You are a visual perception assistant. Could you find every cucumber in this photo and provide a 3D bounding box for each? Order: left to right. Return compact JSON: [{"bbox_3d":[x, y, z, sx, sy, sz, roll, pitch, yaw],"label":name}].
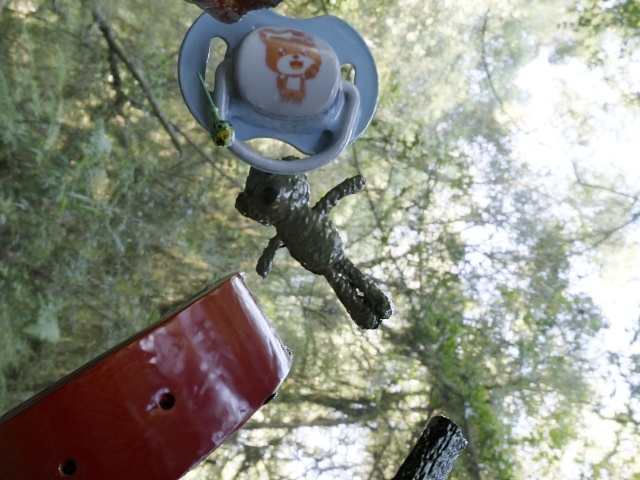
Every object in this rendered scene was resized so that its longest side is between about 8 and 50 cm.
[{"bbox_3d":[0.106,0.282,0.784,0.187,0.058,0.058,-47,176,-36],"label":"cucumber"}]

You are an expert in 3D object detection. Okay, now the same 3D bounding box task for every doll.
[{"bbox_3d":[-0.015,0.009,1.030,0.091,0.202,0.286,-22,98,-75],"label":"doll"}]

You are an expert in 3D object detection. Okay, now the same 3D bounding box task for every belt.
[{"bbox_3d":[-0.146,0.135,0.613,0.227,0.115,0.324,-29,-176,32],"label":"belt"}]

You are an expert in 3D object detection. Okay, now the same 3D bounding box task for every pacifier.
[{"bbox_3d":[-0.064,-0.210,0.974,0.207,0.278,0.228,-152,-109,-76],"label":"pacifier"}]

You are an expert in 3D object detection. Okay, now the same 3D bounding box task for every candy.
[{"bbox_3d":[-0.105,-0.126,0.659,0.025,0.023,0.083,79,-13,-73],"label":"candy"}]

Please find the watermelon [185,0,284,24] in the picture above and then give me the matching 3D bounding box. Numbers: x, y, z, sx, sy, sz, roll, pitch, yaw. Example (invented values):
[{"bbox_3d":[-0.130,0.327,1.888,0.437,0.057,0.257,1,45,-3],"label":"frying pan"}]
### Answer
[{"bbox_3d":[-0.117,-0.290,0.725,0.098,0.158,0.121,-54,-158,18],"label":"watermelon"}]
